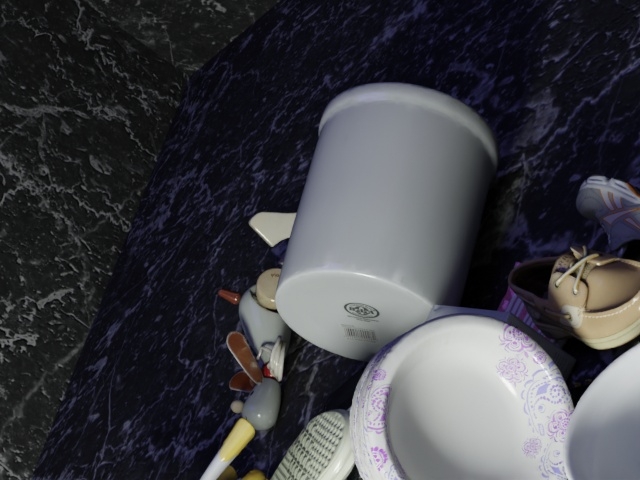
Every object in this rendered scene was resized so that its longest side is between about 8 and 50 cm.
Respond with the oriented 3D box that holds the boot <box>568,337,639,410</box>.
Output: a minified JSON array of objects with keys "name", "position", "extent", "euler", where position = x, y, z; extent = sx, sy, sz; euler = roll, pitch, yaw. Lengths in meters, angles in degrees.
[{"name":"boot","position":[0.401,0.177,1.696],"extent":[0.178,0.085,0.236],"euler":[-22,39,57]}]

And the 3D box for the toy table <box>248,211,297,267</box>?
[{"name":"toy table","position":[0.000,0.000,2.531],"extent":[0.161,0.252,0.274],"euler":[-45,-5,-8]}]

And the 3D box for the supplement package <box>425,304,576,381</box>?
[{"name":"supplement package","position":[0.213,0.246,1.884],"extent":[0.262,0.145,0.204],"euler":[-61,24,-13]}]

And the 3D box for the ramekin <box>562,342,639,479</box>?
[{"name":"ramekin","position":[0.426,0.232,1.447],"extent":[0.277,0.135,0.277],"euler":[-32,26,17]}]

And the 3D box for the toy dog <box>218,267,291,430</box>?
[{"name":"toy dog","position":[-0.142,0.201,2.562],"extent":[0.333,0.161,0.220],"euler":[-81,-3,-53]}]

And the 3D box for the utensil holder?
[{"name":"utensil holder","position":[0.114,-0.026,2.211],"extent":[0.327,0.328,0.385],"euler":[-27,38,48]}]

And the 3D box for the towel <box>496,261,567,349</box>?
[{"name":"towel","position":[0.337,0.100,1.984],"extent":[0.144,0.029,0.197],"euler":[-62,24,-12]}]

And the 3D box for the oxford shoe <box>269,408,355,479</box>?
[{"name":"oxford shoe","position":[-0.012,0.408,1.997],"extent":[0.449,0.130,0.169],"euler":[119,171,-45]}]

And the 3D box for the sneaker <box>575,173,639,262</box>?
[{"name":"sneaker","position":[0.442,-0.019,1.863],"extent":[0.121,0.099,0.262],"euler":[-62,23,-4]}]

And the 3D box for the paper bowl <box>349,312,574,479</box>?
[{"name":"paper bowl","position":[0.175,0.246,1.668],"extent":[0.284,0.284,0.148],"euler":[-65,9,-21]}]

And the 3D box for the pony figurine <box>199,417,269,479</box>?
[{"name":"pony figurine","position":[-0.246,0.519,2.242],"extent":[0.363,0.303,0.351],"euler":[-41,-17,-34]}]

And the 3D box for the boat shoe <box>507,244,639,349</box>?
[{"name":"boat shoe","position":[0.357,0.070,1.749],"extent":[0.121,0.110,0.341],"euler":[-49,10,-17]}]

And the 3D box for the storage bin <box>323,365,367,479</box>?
[{"name":"storage bin","position":[0.074,0.314,2.139],"extent":[0.122,0.084,0.180],"euler":[-43,27,27]}]
